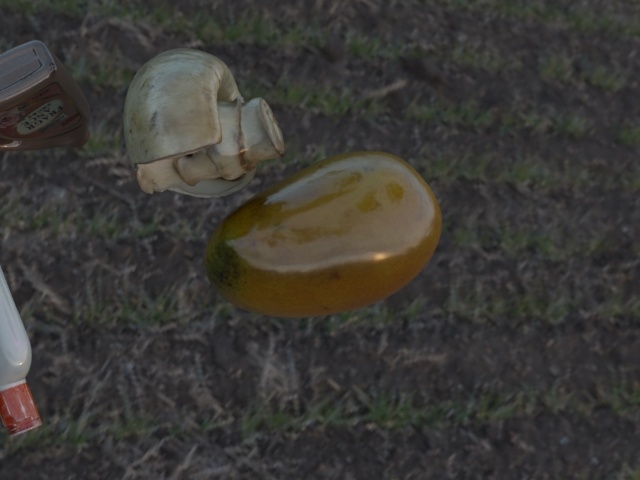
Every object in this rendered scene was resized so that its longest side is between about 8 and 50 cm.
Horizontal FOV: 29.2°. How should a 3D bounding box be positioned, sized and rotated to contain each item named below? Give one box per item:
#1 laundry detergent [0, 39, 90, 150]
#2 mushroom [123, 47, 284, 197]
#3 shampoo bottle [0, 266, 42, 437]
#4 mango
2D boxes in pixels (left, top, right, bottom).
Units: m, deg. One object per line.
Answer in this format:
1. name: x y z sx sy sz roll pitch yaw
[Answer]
1. laundry detergent: -0.418 -0.178 1.738 0.171 0.237 0.076 -27 70 -3
2. mushroom: -0.160 -0.169 1.659 0.253 0.195 0.189 23 53 -77
3. shampoo bottle: -0.374 0.114 1.392 0.051 0.108 0.221 -16 83 -52
4. mango: 0.000 0.000 1.785 0.378 0.264 0.221 -15 74 -32
